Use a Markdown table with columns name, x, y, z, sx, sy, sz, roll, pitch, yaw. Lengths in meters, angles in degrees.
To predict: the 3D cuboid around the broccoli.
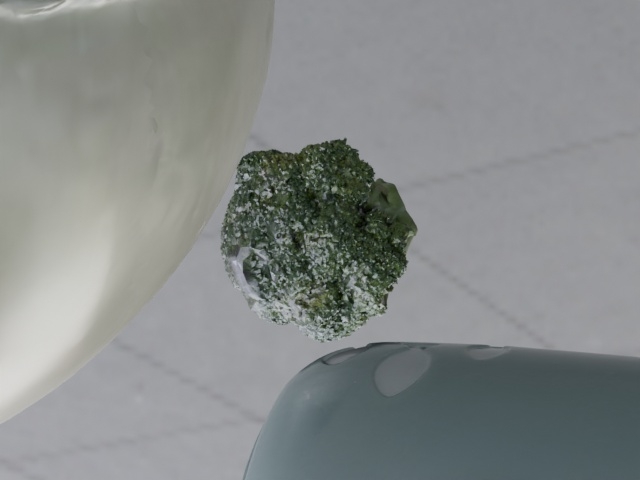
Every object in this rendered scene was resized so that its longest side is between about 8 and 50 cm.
| name | x | y | z | sx | sy | sz | roll | pitch | yaw |
| --- | --- | --- | --- | --- | --- | --- | --- | --- | --- |
| broccoli | 0.000 | 0.000 | 1.415 | 0.138 | 0.145 | 0.162 | -23 | -164 | -30 |

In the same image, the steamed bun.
| name | x | y | z | sx | sy | sz | roll | pitch | yaw |
| --- | --- | --- | --- | --- | --- | --- | --- | --- | --- |
| steamed bun | -0.206 | -0.064 | 0.558 | 0.374 | 0.374 | 0.241 | 14 | 121 | -16 |

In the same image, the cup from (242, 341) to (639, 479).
| name | x | y | z | sx | sy | sz | roll | pitch | yaw |
| --- | --- | --- | --- | --- | --- | --- | --- | --- | --- |
| cup | 0.090 | 0.175 | 1.014 | 0.275 | 0.259 | 0.357 | 5 | 169 | 18 |
